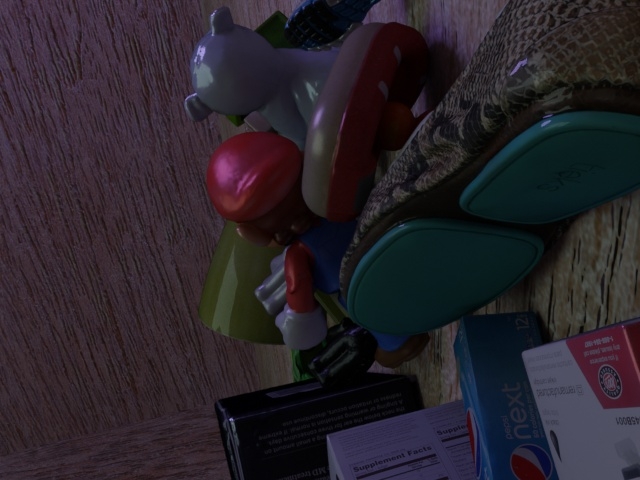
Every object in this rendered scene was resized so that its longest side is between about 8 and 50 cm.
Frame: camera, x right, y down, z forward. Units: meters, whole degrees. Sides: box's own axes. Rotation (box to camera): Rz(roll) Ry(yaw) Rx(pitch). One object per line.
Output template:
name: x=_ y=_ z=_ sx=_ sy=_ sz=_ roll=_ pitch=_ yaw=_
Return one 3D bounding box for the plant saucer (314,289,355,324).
plant saucer: x=0.047 y=0.110 z=1.246 sx=0.188 sy=0.045 sz=0.188 roll=52 pitch=169 yaw=-3

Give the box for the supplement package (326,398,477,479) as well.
supplement package: x=0.129 y=0.321 z=0.855 sx=0.145 sy=0.204 sz=0.261 roll=-118 pitch=19 yaw=-56

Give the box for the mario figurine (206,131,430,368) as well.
mario figurine: x=0.000 y=0.000 z=0.941 sx=0.170 sy=0.320 sz=0.198 roll=-44 pitch=7 yaw=35

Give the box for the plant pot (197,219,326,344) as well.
plant pot: x=-0.104 y=0.026 z=1.657 sx=0.275 sy=0.275 sz=0.293 roll=-130 pitch=46 yaw=-68

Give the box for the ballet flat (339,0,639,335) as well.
ballet flat: x=0.134 y=-0.063 z=0.642 sx=0.483 sy=0.164 sz=0.182 roll=121 pitch=158 yaw=-66

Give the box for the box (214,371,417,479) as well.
box: x=0.014 y=0.482 z=1.360 sx=0.480 sy=0.298 sz=0.471 roll=140 pitch=118 yaw=-78

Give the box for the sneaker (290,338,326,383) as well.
sneaker: x=-0.016 y=0.332 z=1.833 sx=0.123 sy=0.110 sz=0.295 roll=-168 pitch=66 yaw=-82

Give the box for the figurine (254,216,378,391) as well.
figurine: x=0.033 y=0.065 z=1.095 sx=0.215 sy=0.092 sz=0.209 roll=52 pitch=127 yaw=11

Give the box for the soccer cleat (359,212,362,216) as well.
soccer cleat: x=-0.032 y=-0.072 z=1.231 sx=0.289 sy=0.121 sz=0.093 roll=34 pitch=142 yaw=38

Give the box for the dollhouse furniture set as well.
dollhouse furniture set: x=-0.021 y=-0.211 z=1.395 sx=0.301 sy=0.151 sz=0.197 roll=44 pitch=165 yaw=15

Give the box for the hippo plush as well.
hippo plush: x=-0.065 y=-0.182 z=1.074 sx=0.294 sy=0.237 sz=0.234 roll=-123 pitch=42 yaw=-65

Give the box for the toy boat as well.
toy boat: x=0.078 y=-0.119 z=0.822 sx=0.151 sy=0.151 sz=0.231 roll=97 pitch=-170 yaw=-50

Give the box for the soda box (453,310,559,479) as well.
soda box: x=0.172 y=0.171 z=0.714 sx=0.067 sy=0.071 sz=0.210 roll=89 pitch=176 yaw=-57

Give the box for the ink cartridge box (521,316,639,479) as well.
ink cartridge box: x=0.224 y=0.156 z=0.503 sx=0.158 sy=0.092 sz=0.217 roll=120 pitch=135 yaw=-74

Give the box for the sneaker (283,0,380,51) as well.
sneaker: x=0.031 y=-0.292 z=0.907 sx=0.191 sy=0.071 sz=0.082 roll=-34 pitch=45 yaw=32
